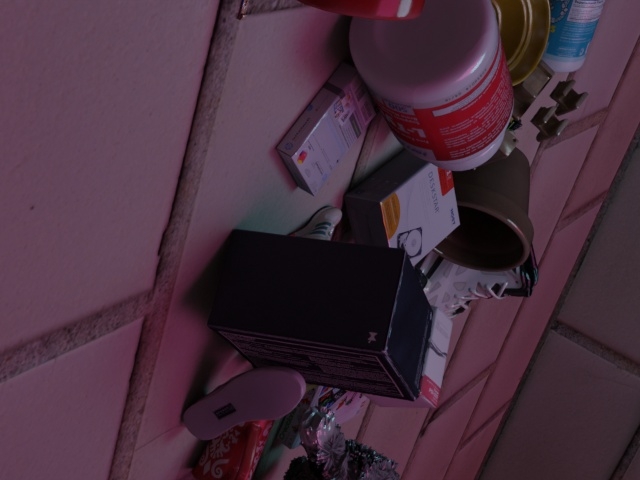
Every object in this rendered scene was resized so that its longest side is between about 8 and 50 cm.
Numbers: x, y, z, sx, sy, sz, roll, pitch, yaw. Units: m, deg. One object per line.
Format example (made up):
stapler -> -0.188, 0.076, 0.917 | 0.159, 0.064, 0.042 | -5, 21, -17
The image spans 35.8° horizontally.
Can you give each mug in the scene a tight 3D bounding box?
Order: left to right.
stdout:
mug -> -0.148, 0.397, 1.884 | 0.113, 0.150, 0.169 | 23, 93, -47

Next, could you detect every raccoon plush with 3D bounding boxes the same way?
raccoon plush -> -0.017, 0.459, 2.062 | 0.216, 0.299, 0.446 | -39, 126, -38

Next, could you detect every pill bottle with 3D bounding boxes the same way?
pill bottle -> 0.204, -0.267, 1.672 | 0.229, 0.229, 0.408 | -56, 157, -5
pill bottle -> 0.526, -0.502, 2.110 | 0.146, 0.146, 0.264 | -34, 145, -43

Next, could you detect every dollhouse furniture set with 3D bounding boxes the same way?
dollhouse furniture set -> 0.381, -0.279, 2.050 | 0.242, 0.212, 0.161 | -51, -169, -16

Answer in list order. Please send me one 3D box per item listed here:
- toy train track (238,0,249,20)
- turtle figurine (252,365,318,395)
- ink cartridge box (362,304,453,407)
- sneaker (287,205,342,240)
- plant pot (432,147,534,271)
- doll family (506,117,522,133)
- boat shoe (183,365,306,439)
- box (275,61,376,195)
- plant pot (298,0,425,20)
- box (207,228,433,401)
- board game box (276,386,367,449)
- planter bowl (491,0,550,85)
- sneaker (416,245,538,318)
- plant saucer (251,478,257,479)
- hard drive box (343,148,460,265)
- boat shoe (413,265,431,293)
toy train track -> -0.091, -0.330, 1.313 | 0.048, 0.014, 0.083 | -19, 135, -54
turtle figurine -> -0.006, 0.206, 1.913 | 0.266, 0.274, 0.198 | -19, 154, -13
ink cartridge box -> 0.199, 0.264, 2.255 | 0.092, 0.159, 0.217 | 42, 53, -44
sneaker -> 0.000, 0.000, 1.782 | 0.161, 0.075, 0.057 | -37, 148, -38
plant pot -> 0.365, -0.092, 2.198 | 0.263, 0.263, 0.229 | 79, 31, -56
doll family -> 0.424, -0.298, 2.248 | 0.111, 0.076, 0.193 | -49, 149, -10
boat shoe -> -0.122, 0.272, 1.728 | 0.267, 0.096, 0.088 | -33, -174, 34
box -> 0.013, -0.182, 1.646 | 0.186, 0.038, 0.145 | -55, 154, -11
plant pot -> 0.056, -0.399, 1.314 | 0.191, 0.191, 0.174 | -24, 129, -51
box -> 0.013, 0.126, 1.645 | 0.294, 0.296, 0.182 | 57, 43, -64
board game box -> 0.033, 0.348, 2.266 | 0.305, 0.053, 0.193 | -11, 128, -58
planter bowl -> 0.339, -0.409, 1.901 | 0.217, 0.090, 0.217 | -17, 117, -38
sneaker -> 0.355, 0.123, 2.367 | 0.169, 0.257, 0.447 | -8, 126, -60
plant saucer -> -0.242, 0.618, 2.026 | 0.332, 0.084, 0.332 | -42, 150, -31
hard drive box -> 0.164, -0.059, 1.942 | 0.232, 0.089, 0.181 | -40, 128, -38
boat shoe -> 0.128, 0.139, 2.083 | 0.233, 0.084, 0.079 | -45, 115, -12
